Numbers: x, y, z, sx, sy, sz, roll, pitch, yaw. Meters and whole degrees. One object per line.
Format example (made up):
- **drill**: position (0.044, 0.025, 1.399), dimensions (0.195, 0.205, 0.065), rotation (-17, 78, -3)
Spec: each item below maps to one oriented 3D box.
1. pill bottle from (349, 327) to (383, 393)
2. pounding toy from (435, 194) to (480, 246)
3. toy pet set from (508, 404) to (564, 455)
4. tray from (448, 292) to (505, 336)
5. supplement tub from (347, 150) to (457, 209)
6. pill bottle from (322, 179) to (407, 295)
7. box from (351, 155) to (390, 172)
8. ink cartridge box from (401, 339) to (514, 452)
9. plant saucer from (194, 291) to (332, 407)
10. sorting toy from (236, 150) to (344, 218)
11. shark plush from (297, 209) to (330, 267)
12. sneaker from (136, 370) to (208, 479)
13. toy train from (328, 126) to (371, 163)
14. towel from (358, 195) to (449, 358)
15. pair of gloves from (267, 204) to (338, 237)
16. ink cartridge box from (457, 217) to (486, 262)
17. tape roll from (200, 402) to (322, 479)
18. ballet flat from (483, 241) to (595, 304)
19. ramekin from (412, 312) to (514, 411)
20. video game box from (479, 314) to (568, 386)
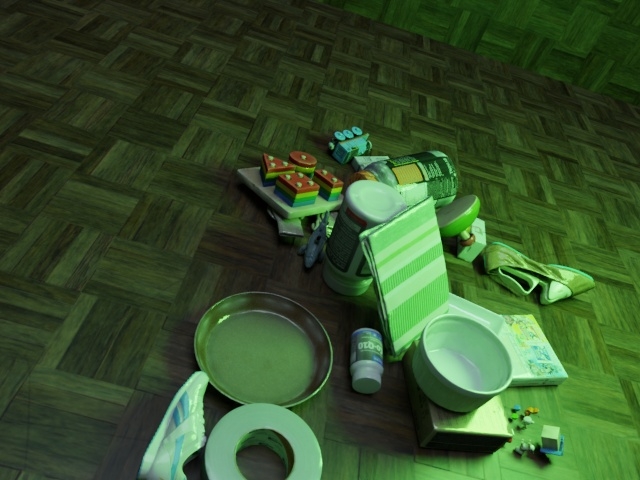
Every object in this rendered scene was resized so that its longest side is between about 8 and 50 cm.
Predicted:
- **pill bottle**: position (0.107, 0.278, 1.255), dimensions (0.078, 0.078, 0.137), rotation (14, 41, -8)
- **pounding toy**: position (0.401, -0.034, 1.651), dimensions (0.110, 0.237, 0.183), rotation (54, 49, -10)
- **toy pet set**: position (0.499, 0.454, 1.253), dimensions (0.114, 0.065, 0.122), rotation (0, 26, 32)
- **tray**: position (0.336, 0.203, 1.433), dimensions (0.270, 0.030, 0.145), rotation (25, 47, 20)
- **supplement tub**: position (0.256, -0.168, 1.708), dimensions (0.316, 0.193, 0.193), rotation (-14, 51, -26)
- **pill bottle**: position (0.104, 0.000, 1.402), dimensions (0.161, 0.283, 0.161), rotation (11, 41, -10)
- **box**: position (0.210, -0.223, 1.880), dimensions (0.145, 0.038, 0.186), rotation (-6, 46, -27)
- **ink cartridge box**: position (0.306, 0.354, 1.245), dimensions (0.193, 0.088, 0.234), rotation (11, 41, -13)
- **plant saucer**: position (-0.128, 0.248, 1.216), dimensions (0.311, 0.050, 0.310), rotation (12, 40, -10)
- **sorting toy**: position (-0.073, -0.184, 1.636), dimensions (0.257, 0.089, 0.255), rotation (-14, 43, -43)
- **shark plush**: position (0.000, 0.000, 1.475), dimensions (0.073, 0.161, 0.067), rotation (33, 3, 1)
- **sneaker**: position (-0.257, 0.356, 1.025), dimensions (0.092, 0.087, 0.228), rotation (25, 47, -5)
- **toy train**: position (0.108, -0.342, 1.945), dimensions (0.184, 0.080, 0.105), rotation (-25, 67, -43)
- **towel**: position (0.214, 0.087, 1.305), dimensions (0.248, 0.324, 0.038), rotation (-29, 24, -33)
- **pair of gloves**: position (-0.039, -0.064, 1.601), dimensions (0.240, 0.042, 0.204), rotation (4, 38, -26)
- **ink cartridge box**: position (0.473, -0.004, 1.705), dimensions (0.052, 0.088, 0.122), rotation (24, 40, -5)
- **tape roll**: position (-0.111, 0.420, 1.015), dimensions (0.219, 0.072, 0.219), rotation (12, 42, -11)
- **ballet flat**: position (0.653, 0.119, 1.643), dimensions (0.342, 0.116, 0.124), rotation (23, 61, 3)
- **ramekin**: position (0.299, 0.272, 1.181), dimensions (0.207, 0.109, 0.207), rotation (12, 41, -10)
- **video game box**: position (0.522, 0.287, 1.437), dimensions (0.187, 0.048, 0.205), rotation (2, 44, -16)
